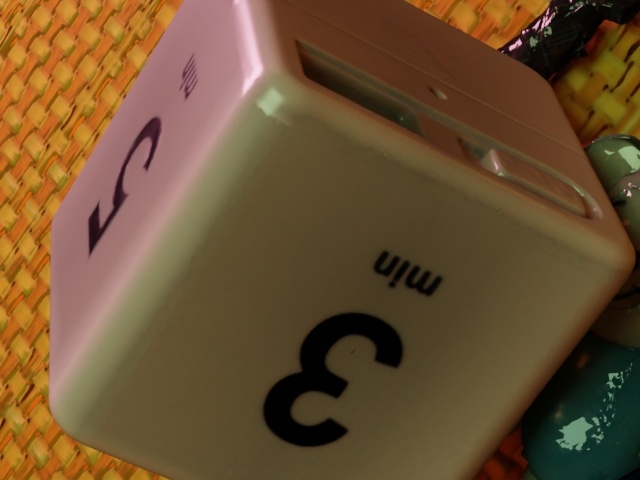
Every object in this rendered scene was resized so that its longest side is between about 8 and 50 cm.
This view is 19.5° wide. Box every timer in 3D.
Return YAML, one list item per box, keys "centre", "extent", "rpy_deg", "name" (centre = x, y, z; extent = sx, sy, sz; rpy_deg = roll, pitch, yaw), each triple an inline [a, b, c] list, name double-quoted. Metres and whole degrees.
- centre: [0.000, 0.000, 0.869]
  extent: [0.195, 0.192, 0.194]
  rpy_deg: [-56, 23, 23]
  name: "timer"

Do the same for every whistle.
- centre: [0.134, 0.067, 0.871]
  extent: [0.114, 0.077, 0.236]
  rpy_deg: [22, 95, 29]
  name: "whistle"

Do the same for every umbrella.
- centre: [0.141, -0.122, 0.938]
  extent: [0.144, 0.037, 0.040]
  rpy_deg: [-44, 42, 25]
  name: "umbrella"

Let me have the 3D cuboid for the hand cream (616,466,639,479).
- centre: [0.122, 0.177, 0.841]
  extent: [0.270, 0.120, 0.061]
  rpy_deg: [-41, 12, 21]
  name: "hand cream"
